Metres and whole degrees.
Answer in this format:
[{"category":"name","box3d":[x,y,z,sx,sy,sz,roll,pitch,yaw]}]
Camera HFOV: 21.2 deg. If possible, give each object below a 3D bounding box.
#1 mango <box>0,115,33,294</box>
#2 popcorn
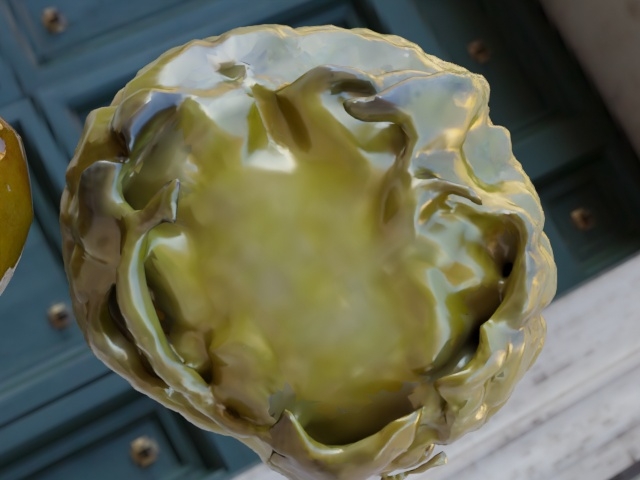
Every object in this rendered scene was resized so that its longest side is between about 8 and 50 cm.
[{"category":"mango","box3d":[-0.237,-0.016,0.807,0.249,0.151,0.156,2,-94,38]},{"category":"popcorn","box3d":[0.000,0.000,0.849,0.250,0.250,0.190,62,-16,4]}]
